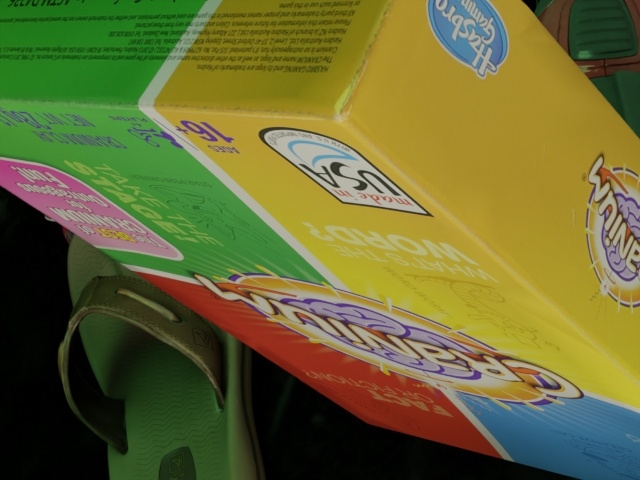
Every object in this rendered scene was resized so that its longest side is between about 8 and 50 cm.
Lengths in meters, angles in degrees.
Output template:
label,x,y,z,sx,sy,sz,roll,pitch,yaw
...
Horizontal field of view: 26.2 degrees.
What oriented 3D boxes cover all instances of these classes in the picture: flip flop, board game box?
label,x,y,z,sx,sy,sz,roll,pitch,yaw
flip flop,-0.098,0.074,0.747,0.112,0.080,0.277,-33,45,20
board game box,0.026,0.004,0.507,0.242,0.316,0.064,8,68,45

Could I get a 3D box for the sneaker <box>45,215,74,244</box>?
label,x,y,z,sx,sy,sz,roll,pitch,yaw
sneaker,-0.160,-0.038,0.911,0.067,0.042,0.118,-49,43,-2

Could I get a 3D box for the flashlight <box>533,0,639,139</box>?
label,x,y,z,sx,sy,sz,roll,pitch,yaw
flashlight,0.132,-0.128,0.673,0.103,0.103,0.304,-36,39,40
